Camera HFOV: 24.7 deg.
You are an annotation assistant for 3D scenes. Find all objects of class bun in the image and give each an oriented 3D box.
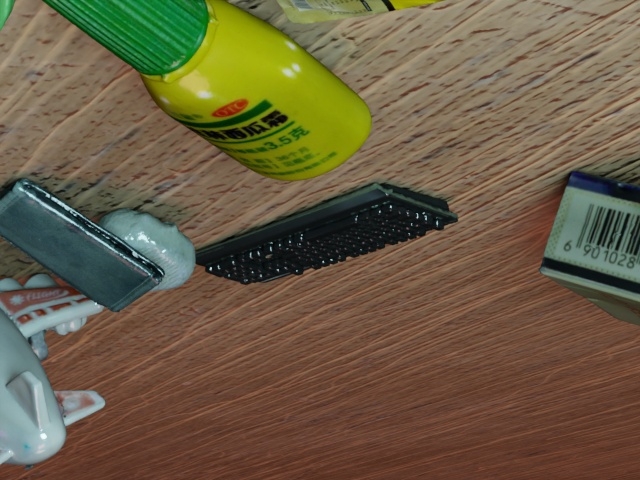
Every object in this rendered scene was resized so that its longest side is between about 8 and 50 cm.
[{"bbox_3d":[-0.136,0.006,1.124,0.083,0.045,0.083,6,147,4],"label":"bun"}]

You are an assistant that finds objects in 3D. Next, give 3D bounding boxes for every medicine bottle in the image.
[{"bbox_3d":[-0.066,-0.100,0.771,0.095,0.064,0.260,-3,160,29],"label":"medicine bottle"}]

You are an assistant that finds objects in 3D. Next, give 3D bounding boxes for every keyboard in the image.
[{"bbox_3d":[0.000,0.000,1.176,0.094,0.025,0.230,16,155,-40],"label":"keyboard"}]

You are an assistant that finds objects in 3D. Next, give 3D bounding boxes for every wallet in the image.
[{"bbox_3d":[-0.184,0.003,1.079,0.129,0.026,0.088,36,147,-16],"label":"wallet"}]

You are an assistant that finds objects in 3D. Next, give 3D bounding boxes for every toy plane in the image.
[{"bbox_3d":[-0.285,0.100,1.186,0.252,0.252,0.118,-2,127,0],"label":"toy plane"}]

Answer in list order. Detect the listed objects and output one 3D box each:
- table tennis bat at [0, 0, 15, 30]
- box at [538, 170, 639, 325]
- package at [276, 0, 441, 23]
[{"bbox_3d":[-0.196,-0.147,0.619,0.160,0.039,0.257,22,153,-19],"label":"table tennis bat"},{"bbox_3d":[0.338,0.044,1.070,0.310,0.084,0.198,17,175,32],"label":"box"},{"bbox_3d":[0.031,-0.141,0.678,0.131,0.047,0.071,-7,160,20],"label":"package"}]
